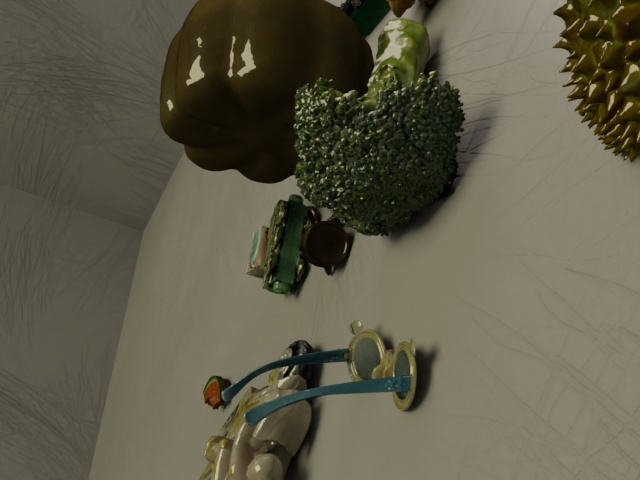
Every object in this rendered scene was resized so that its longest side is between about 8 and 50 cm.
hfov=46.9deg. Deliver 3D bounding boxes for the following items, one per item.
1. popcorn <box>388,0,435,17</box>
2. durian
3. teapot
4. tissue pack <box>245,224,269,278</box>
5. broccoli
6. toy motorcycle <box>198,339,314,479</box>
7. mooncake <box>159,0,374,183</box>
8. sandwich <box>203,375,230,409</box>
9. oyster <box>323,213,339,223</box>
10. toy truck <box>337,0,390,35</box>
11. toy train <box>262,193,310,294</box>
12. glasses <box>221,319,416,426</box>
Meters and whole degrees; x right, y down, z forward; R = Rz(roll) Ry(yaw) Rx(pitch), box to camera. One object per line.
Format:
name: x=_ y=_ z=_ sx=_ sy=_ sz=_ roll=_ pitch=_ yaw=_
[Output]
popcorn: x=0.139 y=-0.464 z=1.202 sx=0.180 sy=0.170 sz=0.180 roll=-43 pitch=-11 yaw=-10
durian: x=0.303 y=-0.212 z=0.583 sx=0.172 sy=0.167 sz=0.306 roll=23 pitch=99 yaw=40
teapot: x=0.000 y=0.000 z=1.212 sx=0.068 sy=0.076 sz=0.121 roll=167 pitch=84 yaw=-75
tissue pack: x=-0.105 y=0.029 z=1.471 sx=0.059 sy=0.074 sz=0.094 roll=-31 pitch=46 yaw=56
broccoli: x=0.098 y=-0.198 z=1.029 sx=0.252 sy=0.221 sz=0.361 roll=69 pitch=-150 yaw=-63
toy motorcycle: x=-0.103 y=0.323 z=1.138 sx=0.340 sy=0.108 sz=0.223 roll=-56 pitch=17 yaw=16
mooncake: x=-0.091 y=-0.245 z=1.281 sx=0.378 sy=0.379 sz=0.200 roll=-42 pitch=39 yaw=53
sandwich: x=-0.216 y=0.318 z=1.547 sx=0.135 sy=0.029 sz=0.067 roll=-12 pitch=65 yaw=66
oyster: x=0.017 y=-0.034 z=1.260 sx=0.083 sy=0.019 sz=0.054 roll=-49 pitch=-11 yaw=17
toy truck: x=0.077 y=-0.454 z=1.450 sx=0.147 sy=0.079 sz=0.065 roll=-40 pitch=36 yaw=52
toy train: x=-0.066 y=0.013 z=1.389 sx=0.125 sy=0.081 sz=0.193 roll=132 pitch=150 yaw=-67
glasses: x=0.002 y=0.186 z=0.900 sx=0.190 sy=0.221 sz=0.088 roll=6 pitch=116 yaw=68
